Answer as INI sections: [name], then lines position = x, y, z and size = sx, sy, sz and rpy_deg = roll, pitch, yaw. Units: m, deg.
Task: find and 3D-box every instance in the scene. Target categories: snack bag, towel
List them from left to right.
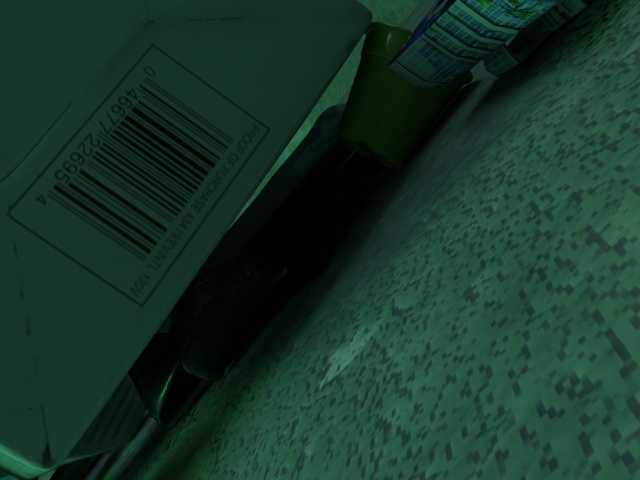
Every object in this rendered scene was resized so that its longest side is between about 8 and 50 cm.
[towel]
position = -0.323, 0.298, 1.073
size = 0.148, 0.027, 0.110
rpy_deg = -48, 8, 14
[snack bag]
position = -0.036, -0.047, 0.817
size = 0.323, 0.037, 0.342
rpy_deg = -47, 0, 28

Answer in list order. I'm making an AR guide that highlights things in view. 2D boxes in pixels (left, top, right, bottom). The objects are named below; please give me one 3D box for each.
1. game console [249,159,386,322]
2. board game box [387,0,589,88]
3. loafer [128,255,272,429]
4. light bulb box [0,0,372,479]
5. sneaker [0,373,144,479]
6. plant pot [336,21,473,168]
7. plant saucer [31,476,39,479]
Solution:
[game console]
position = 0.000, 0.000, 0.618
size = 0.122, 0.071, 0.107
rpy_deg = -43, 40, 51
[board game box]
position = 0.128, -0.164, 0.455
size = 0.194, 0.060, 0.194
rpy_deg = -52, 6, -11
[loafer]
position = -0.083, 0.077, 0.604
size = 0.062, 0.061, 0.170
rpy_deg = 3, -41, -40
[light bulb box]
position = -0.196, -0.031, 0.604
size = 0.358, 0.225, 0.361
rpy_deg = -57, 8, -25
[sneaker]
position = -0.360, 0.190, 0.786
size = 0.150, 0.365, 0.135
rpy_deg = -31, 60, 38
[plant pot]
position = 0.050, -0.095, 0.562
size = 0.079, 0.083, 0.083
rpy_deg = -62, 7, 0
[plant saucer]
position = -0.410, 0.295, 1.091
size = 0.317, 0.043, 0.318
rpy_deg = -163, 90, -82
